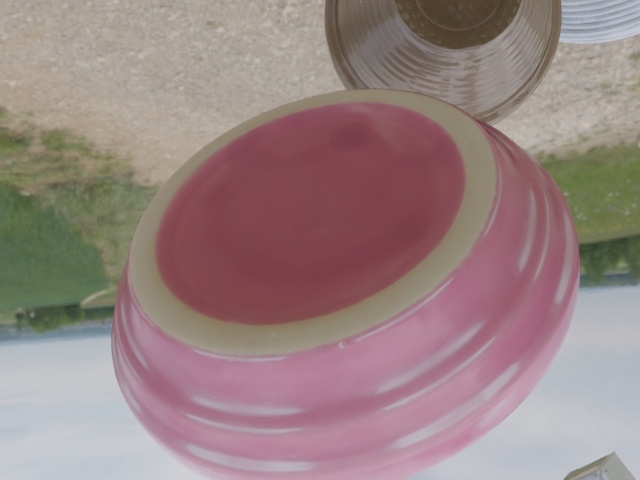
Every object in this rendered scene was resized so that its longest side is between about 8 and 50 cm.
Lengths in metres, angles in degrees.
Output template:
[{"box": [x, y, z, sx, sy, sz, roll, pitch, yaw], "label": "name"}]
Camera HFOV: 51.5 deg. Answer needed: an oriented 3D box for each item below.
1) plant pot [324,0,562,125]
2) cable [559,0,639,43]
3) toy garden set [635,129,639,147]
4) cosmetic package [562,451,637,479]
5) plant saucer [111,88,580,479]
[{"box": [0.121, -0.221, 0.628, 0.237, 0.238, 0.110, -6, -179, 0], "label": "plant pot"}, {"box": [0.406, -0.375, 0.917, 0.257, 0.257, 0.089, -26, 131, 9], "label": "cable"}, {"box": [0.416, -0.084, 0.663, 0.203, 0.245, 0.049, -6, 162, -1], "label": "toy garden set"}, {"box": [0.476, 0.447, 0.994, 0.060, 0.239, 0.099, -22, 160, -41], "label": "cosmetic package"}, {"box": [0.000, 0.000, 0.457, 0.331, 0.332, 0.084, -7, 133, 18], "label": "plant saucer"}]
